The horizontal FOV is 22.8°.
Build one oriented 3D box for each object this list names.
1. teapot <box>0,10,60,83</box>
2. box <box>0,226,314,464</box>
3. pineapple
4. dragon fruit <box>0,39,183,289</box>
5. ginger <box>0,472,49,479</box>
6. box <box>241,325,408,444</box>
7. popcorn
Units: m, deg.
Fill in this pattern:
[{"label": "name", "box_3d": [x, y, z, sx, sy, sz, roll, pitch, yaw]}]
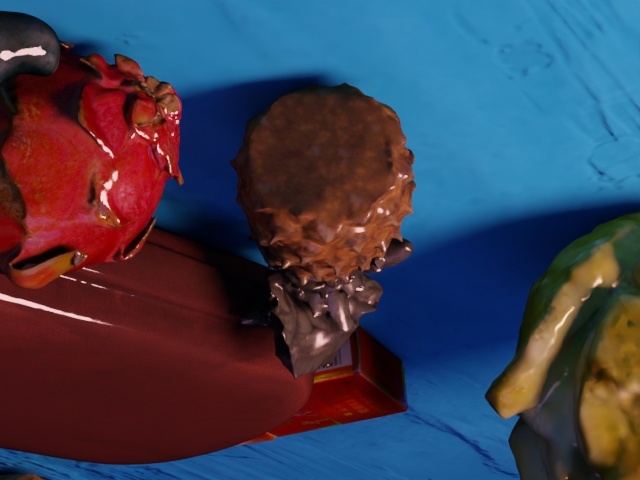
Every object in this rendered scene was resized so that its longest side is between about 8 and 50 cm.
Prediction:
[{"label": "teapot", "box_3d": [-0.234, -0.121, 0.660, 0.269, 0.173, 0.182, 30, 108, -30]}, {"label": "box", "box_3d": [-0.193, 0.062, 1.085, 0.263, 0.108, 0.404, -26, 147, 38]}, {"label": "pineapple", "box_3d": [0.000, 0.000, 0.979, 0.119, 0.111, 0.237, -19, 156, -7]}, {"label": "dragon fruit", "box_3d": [-0.154, -0.036, 0.856, 0.166, 0.133, 0.136, -7, 163, -2]}, {"label": "ginger", "box_3d": [-0.322, 0.270, 1.549, 0.115, 0.081, 0.205, 23, 153, -21]}, {"label": "box", "box_3d": [-0.028, 0.123, 1.312, 0.175, 0.048, 0.112, -14, 154, 21]}, {"label": "popcorn", "box_3d": [0.253, 0.114, 1.102, 0.225, 0.276, 0.276, 21, 164, 24]}]
